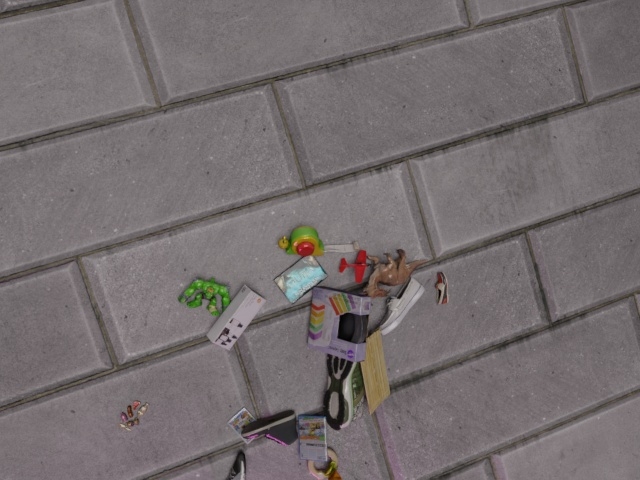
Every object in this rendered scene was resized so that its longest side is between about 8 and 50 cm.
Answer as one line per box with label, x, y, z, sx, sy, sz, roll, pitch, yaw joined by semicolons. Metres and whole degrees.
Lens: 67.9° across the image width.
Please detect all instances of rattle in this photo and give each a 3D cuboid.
rattle;-0.003;0.869;1.872;0.130;0.143;0.200;-20;101;9

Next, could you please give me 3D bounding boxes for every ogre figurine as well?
ogre figurine;-0.428;0.207;1.800;0.196;0.097;0.118;22;106;5

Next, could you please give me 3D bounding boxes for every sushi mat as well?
sushi mat;0.214;0.517;1.887;0.151;0.019;0.317;-27;114;-42

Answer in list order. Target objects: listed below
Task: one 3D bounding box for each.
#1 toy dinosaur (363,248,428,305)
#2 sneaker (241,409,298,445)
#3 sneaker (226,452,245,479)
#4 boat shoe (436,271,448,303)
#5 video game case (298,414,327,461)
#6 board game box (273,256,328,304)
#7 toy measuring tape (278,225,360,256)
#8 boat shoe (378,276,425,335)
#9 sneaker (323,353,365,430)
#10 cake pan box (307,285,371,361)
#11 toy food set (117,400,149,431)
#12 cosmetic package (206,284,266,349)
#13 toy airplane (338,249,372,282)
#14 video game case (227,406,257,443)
toy dinosaur;0.283;0.144;1.913;0.295;0.127;0.201;-7;92;-14
sneaker;-0.191;0.757;1.850;0.221;0.083;0.118;-13;94;-18
sneaker;-0.357;0.936;1.833;0.132;0.086;0.229;3;92;-8
boat shoe;0.506;0.200;1.993;0.043;0.049;0.137;-9;98;-8
video game case;-0.030;0.779;1.876;0.119;0.015;0.167;-7;80;25
board game box;-0.078;0.149;1.893;0.186;0.026;0.126;-38;98;-7
toy measuring tape;0.000;0.000;1.854;0.329;0.121;0.122;-1;92;-10
boat shoe;0.313;0.263;1.935;0.088;0.096;0.267;43;83;-5
sneaker;0.129;0.542;1.911;0.182;0.158;0.411;12;87;-41
cake pan box;0.073;0.315;1.816;0.070;0.266;0.246;3;94;-46
toy food set;-0.710;0.658;1.792;0.077;0.019;0.122;30;86;-10
cosmetic package;-0.318;0.295;1.814;0.239;0.060;0.099;-53;137;-5
toy airplane;0.135;0.098;1.889;0.151;0.151;0.028;-47;137;-6
video game case;-0.295;0.730;1.875;0.087;0.011;0.122;-40;98;-7
